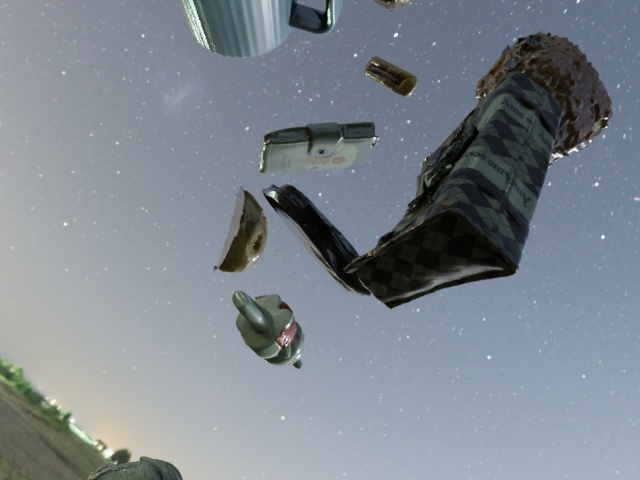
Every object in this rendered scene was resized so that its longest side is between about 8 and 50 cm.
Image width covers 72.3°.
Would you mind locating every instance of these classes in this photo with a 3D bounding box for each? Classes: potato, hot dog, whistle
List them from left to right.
[{"bbox_3d":[-0.180,-0.029,1.105,0.098,0.243,0.138,20,-22,-22],"label":"potato"},{"bbox_3d":[-0.089,0.156,0.776,0.102,0.105,0.253,13,-27,28],"label":"whistle"},{"bbox_3d":[0.240,-0.593,1.572,0.242,0.073,0.084,46,-61,35],"label":"hot dog"}]

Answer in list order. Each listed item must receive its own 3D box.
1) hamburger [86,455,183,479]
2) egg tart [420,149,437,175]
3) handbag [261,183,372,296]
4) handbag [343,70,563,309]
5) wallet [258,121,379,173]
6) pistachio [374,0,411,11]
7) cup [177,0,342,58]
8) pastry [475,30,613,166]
[{"bbox_3d":[-0.274,0.388,0.638,0.140,0.133,0.062,2,-28,-3],"label":"hamburger"},{"bbox_3d":[0.543,-0.152,1.674,0.443,0.178,0.443,39,-23,20],"label":"egg tart"},{"bbox_3d":[0.002,0.002,0.978,0.332,0.075,0.191,48,-11,-18],"label":"handbag"},{"bbox_3d":[0.245,-0.082,0.808,0.180,0.416,0.317,40,-34,-8],"label":"handbag"},{"bbox_3d":[-0.011,-0.284,1.363,0.252,0.360,0.083,119,-37,-70],"label":"wallet"},{"bbox_3d":[0.168,-0.612,0.947,0.131,0.165,0.210,14,-69,0],"label":"pistachio"},{"bbox_3d":[-0.133,-0.539,0.810,0.311,0.331,0.256,97,-18,-74],"label":"cup"},{"bbox_3d":[0.629,-0.374,1.291,0.405,0.337,0.292,32,4,-26],"label":"pastry"}]
